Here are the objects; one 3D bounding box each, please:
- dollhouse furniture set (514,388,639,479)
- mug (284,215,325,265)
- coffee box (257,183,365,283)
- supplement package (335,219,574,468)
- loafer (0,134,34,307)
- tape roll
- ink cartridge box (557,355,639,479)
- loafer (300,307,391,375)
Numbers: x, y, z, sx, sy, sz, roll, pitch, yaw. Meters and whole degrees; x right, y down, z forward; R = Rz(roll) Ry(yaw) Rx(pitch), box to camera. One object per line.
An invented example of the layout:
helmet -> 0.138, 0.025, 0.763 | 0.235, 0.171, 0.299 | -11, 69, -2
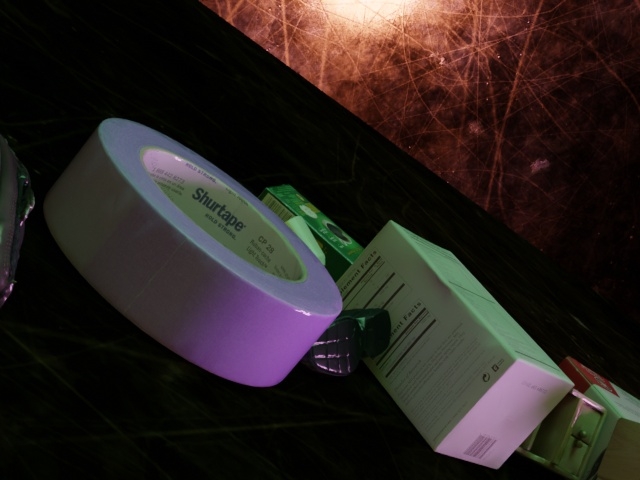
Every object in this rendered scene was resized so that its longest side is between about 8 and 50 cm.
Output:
dollhouse furniture set -> 0.328, 0.230, 1.343 | 0.161, 0.212, 0.242 | 32, -12, -39
mug -> -0.033, 0.019, 1.394 | 0.064, 0.078, 0.062 | 51, -18, 12
coffee box -> 0.000, 0.000, 1.565 | 0.184, 0.040, 0.113 | 41, 13, 7
supplement package -> 0.136, 0.114, 1.335 | 0.139, 0.134, 0.244 | 26, 19, -47
loafer -> -0.237, -0.030, 0.830 | 0.095, 0.109, 0.302 | 36, 9, -35
tape roll -> -0.113, 0.008, 1.090 | 0.275, 0.090, 0.275 | 38, 13, -10
ink cartridge box -> 0.402, 0.297, 1.515 | 0.197, 0.114, 0.273 | 31, 14, -39
loafer -> 0.013, 0.103, 1.232 | 0.061, 0.062, 0.170 | 2, 3, 27
